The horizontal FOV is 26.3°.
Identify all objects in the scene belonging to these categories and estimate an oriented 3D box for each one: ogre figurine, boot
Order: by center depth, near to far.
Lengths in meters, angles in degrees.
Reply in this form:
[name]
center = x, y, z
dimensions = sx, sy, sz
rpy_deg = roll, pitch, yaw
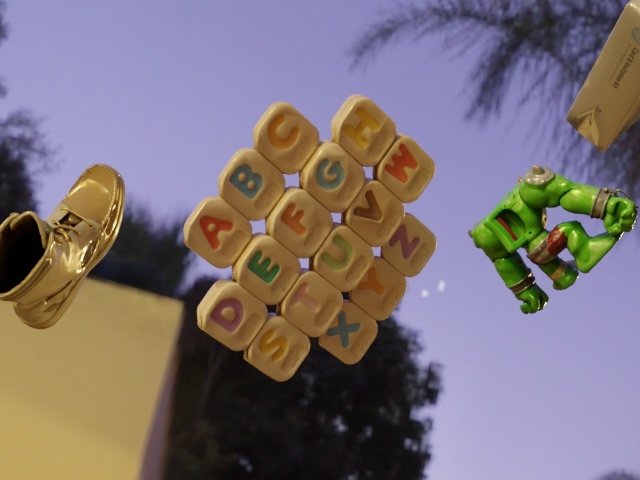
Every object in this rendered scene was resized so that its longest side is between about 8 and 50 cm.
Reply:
[ogre figurine]
center = 0.233, -0.008, 1.429
dimensions = 0.118, 0.097, 0.197
rpy_deg = 39, -22, -1
[boot]
center = -0.300, -0.011, 1.561
dimensions = 0.077, 0.213, 0.165
rpy_deg = 25, -12, 11

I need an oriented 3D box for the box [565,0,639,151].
[box]
center = 0.241, -0.152, 0.850
dimensions = 0.038, 0.186, 0.145
rpy_deg = 46, -18, 12

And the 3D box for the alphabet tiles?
[alphabet tiles]
center = 0.000, 0.000, 1.381
dimensions = 0.278, 0.284, 0.021
rpy_deg = 41, -8, -37
